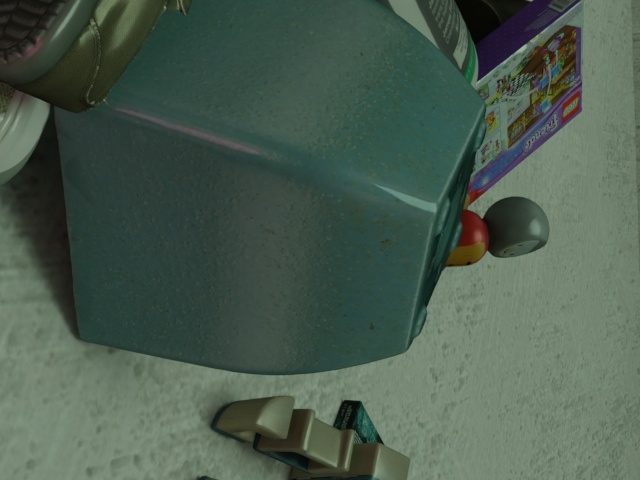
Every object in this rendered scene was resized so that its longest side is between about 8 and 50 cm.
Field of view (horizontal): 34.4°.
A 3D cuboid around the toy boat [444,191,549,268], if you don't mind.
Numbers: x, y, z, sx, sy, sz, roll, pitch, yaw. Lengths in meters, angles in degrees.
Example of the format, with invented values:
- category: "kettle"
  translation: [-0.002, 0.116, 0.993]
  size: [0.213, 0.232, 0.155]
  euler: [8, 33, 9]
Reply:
- category: "toy boat"
  translation: [0.131, -0.050, 1.140]
  size: [0.318, 0.148, 0.268]
  euler: [-115, -162, -65]

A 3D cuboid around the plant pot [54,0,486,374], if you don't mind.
- category: "plant pot"
  translation: [-0.018, -0.047, 0.782]
  size: [0.248, 0.252, 0.247]
  euler: [-60, 162, -45]

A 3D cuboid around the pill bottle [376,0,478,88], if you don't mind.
- category: "pill bottle"
  translation: [0.002, -0.248, 0.964]
  size: [0.361, 0.204, 0.204]
  euler: [52, 44, -49]

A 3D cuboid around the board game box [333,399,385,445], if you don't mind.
- category: "board game box"
  translation: [0.051, 0.293, 1.216]
  size: [0.186, 0.026, 0.126]
  euler: [63, 36, -38]

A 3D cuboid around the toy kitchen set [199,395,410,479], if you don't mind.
- category: "toy kitchen set"
  translation: [-0.037, 0.257, 0.997]
  size: [0.207, 0.122, 0.166]
  euler: [33, 58, -34]

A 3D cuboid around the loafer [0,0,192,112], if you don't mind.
- category: "loafer"
  translation: [-0.117, -0.184, 0.634]
  size: [0.251, 0.094, 0.087]
  euler: [-58, 148, -16]

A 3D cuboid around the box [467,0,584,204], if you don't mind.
- category: "box"
  translation: [0.235, -0.178, 1.377]
  size: [0.293, 0.057, 0.201]
  euler: [-38, 142, -20]

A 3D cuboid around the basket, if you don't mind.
- category: "basket"
  translation: [0.249, -0.274, 1.503]
  size: [0.227, 0.154, 0.204]
  euler: [-1, 70, -58]

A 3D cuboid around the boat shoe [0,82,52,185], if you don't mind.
- category: "boat shoe"
  translation: [-0.211, -0.193, 0.655]
  size: [0.103, 0.118, 0.320]
  euler: [36, 64, -62]
